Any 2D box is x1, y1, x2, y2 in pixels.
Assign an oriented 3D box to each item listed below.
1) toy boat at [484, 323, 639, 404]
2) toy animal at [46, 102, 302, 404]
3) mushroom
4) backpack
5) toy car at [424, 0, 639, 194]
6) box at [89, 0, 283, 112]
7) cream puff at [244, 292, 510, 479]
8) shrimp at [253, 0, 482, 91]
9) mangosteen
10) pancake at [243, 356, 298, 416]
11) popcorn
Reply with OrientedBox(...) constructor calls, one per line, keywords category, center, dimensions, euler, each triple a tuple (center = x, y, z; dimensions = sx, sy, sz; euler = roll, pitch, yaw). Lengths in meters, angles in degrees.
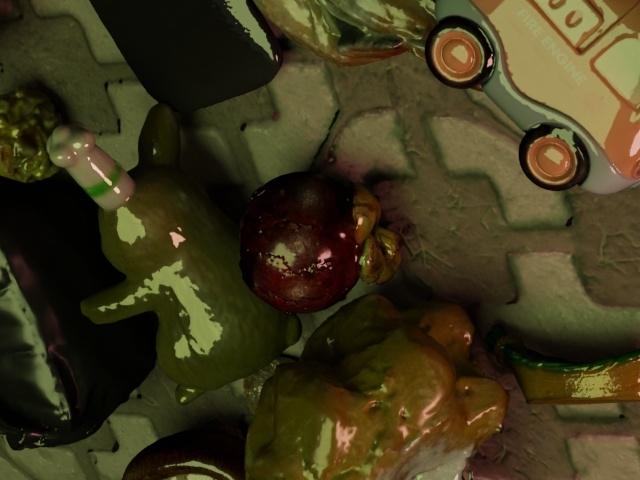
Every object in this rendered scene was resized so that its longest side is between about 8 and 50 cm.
OrientedBox(category="toy boat", center=(0.268, 0.127, 1.946), dimensions=(0.229, 0.089, 0.088), euler=(-6, 79, 37))
OrientedBox(category="toy animal", center=(-0.180, 0.002, 2.101), dimensions=(0.180, 0.181, 0.363), euler=(-26, 108, 46))
OrientedBox(category="mushroom", center=(-0.132, 0.316, 2.343), dimensions=(0.231, 0.138, 0.194), euler=(19, 117, 11))
OrientedBox(category="backpack", center=(-0.440, 0.104, 2.331), dimensions=(0.445, 0.255, 0.363), euler=(-16, 103, 45))
OrientedBox(category="toy car", center=(0.245, -0.189, 1.671), dimensions=(0.270, 0.180, 0.212), euler=(48, 126, -1))
OrientedBox(category="box", center=(-0.149, -0.238, 2.013), dimensions=(0.212, 0.042, 0.201), euler=(-19, 108, 44))
OrientedBox(category="cream puff", center=(0.028, 0.213, 2.000), dimensions=(0.270, 0.274, 0.323), euler=(38, 119, 45))
OrientedBox(category="shrimp", center=(0.038, -0.227, 1.869), dimensions=(0.317, 0.077, 0.168), euler=(38, 145, 14))
OrientedBox(category="mangosteen", center=(0.000, 0.000, 1.999), dimensions=(0.180, 0.166, 0.166), euler=(-4, 122, 4))
OrientedBox(category="pancake", center=(-0.035, 0.204, 2.255), dimensions=(0.151, 0.025, 0.152), euler=(19, 130, 24))
OrientedBox(category="popcorn", center=(-0.356, -0.125, 2.196), dimensions=(0.120, 0.116, 0.106), euler=(34, 110, 4))
